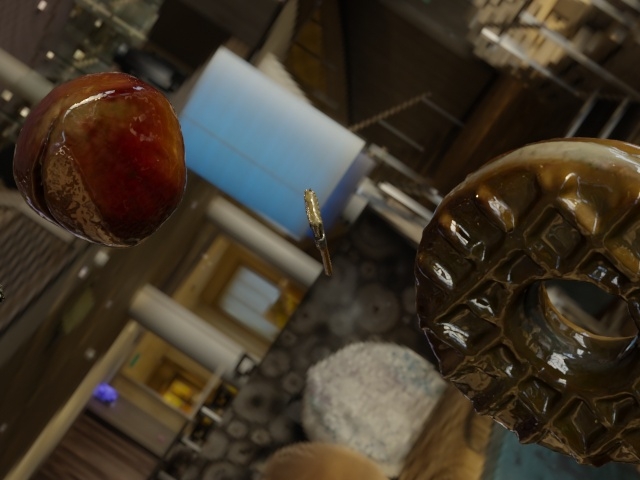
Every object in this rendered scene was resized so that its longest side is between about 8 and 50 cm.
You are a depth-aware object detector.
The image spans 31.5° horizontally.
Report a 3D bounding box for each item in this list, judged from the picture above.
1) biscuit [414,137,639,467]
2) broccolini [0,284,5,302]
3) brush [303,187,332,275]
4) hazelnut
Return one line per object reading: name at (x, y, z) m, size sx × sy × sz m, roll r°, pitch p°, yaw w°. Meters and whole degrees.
biscuit at (0.235, 0.058, 0.989) m, size 0.103 × 0.332 × 0.332 m, roll -47°, pitch -6°, yaw -45°
broccolini at (-0.281, 0.072, 0.776) m, size 0.054 × 0.052 × 0.194 m, roll -59°, pitch -3°, yaw 29°
brush at (0.000, 0.000, 1.169) m, size 0.170 × 0.014 × 0.043 m, roll 76°, pitch -177°, yaw -66°
hazelnut at (-0.245, -0.096, 1.239) m, size 0.208 × 0.208 × 0.208 m, roll -56°, pitch 0°, yaw 1°
